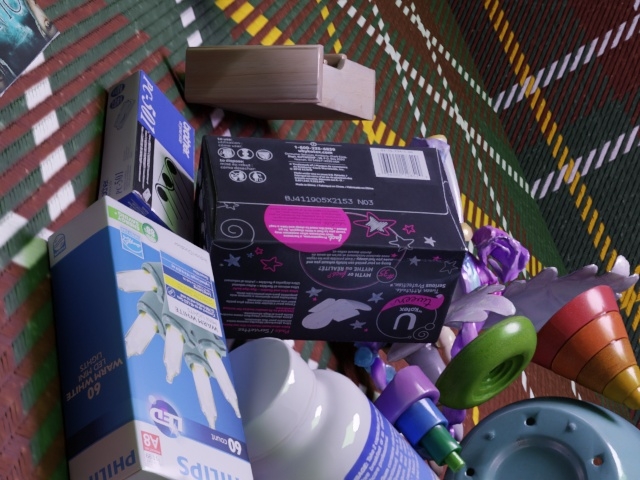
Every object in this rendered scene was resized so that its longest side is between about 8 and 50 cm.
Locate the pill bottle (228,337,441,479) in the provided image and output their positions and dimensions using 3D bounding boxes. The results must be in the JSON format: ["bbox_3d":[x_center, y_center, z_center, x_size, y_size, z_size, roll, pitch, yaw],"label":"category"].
[{"bbox_3d":[0.006,0.214,1.135,0.272,0.152,0.152,51,21,-29],"label":"pill bottle"}]

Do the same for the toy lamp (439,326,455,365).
[{"bbox_3d":[0.167,0.108,1.843,0.080,0.080,0.274,26,41,-60],"label":"toy lamp"}]

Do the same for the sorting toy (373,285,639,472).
[{"bbox_3d":[0.218,0.157,1.287,0.365,0.127,0.126,-14,54,-40],"label":"sorting toy"}]

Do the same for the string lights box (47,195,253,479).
[{"bbox_3d":[-0.140,0.105,1.015,0.133,0.077,0.259,32,33,-44],"label":"string lights box"}]

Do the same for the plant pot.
[{"bbox_3d":[0.267,0.307,1.406,0.235,0.293,0.293,51,19,-55],"label":"plant pot"}]

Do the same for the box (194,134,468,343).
[{"bbox_3d":[0.000,0.000,1.256,0.163,0.247,0.142,-100,-163,-46],"label":"box"}]

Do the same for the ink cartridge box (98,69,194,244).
[{"bbox_3d":[-0.172,-0.073,1.256,0.097,0.046,0.207,49,21,-35],"label":"ink cartridge box"}]

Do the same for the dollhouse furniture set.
[{"bbox_3d":[-0.037,-0.358,1.577,0.256,0.362,0.394,-2,94,-71],"label":"dollhouse furniture set"}]

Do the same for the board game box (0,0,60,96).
[{"bbox_3d":[-0.306,-0.205,1.127,0.126,0.026,0.186,54,20,-19],"label":"board game box"}]

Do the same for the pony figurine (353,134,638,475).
[{"bbox_3d":[0.148,0.063,1.495,0.303,0.351,0.363,-5,64,-36],"label":"pony figurine"}]
